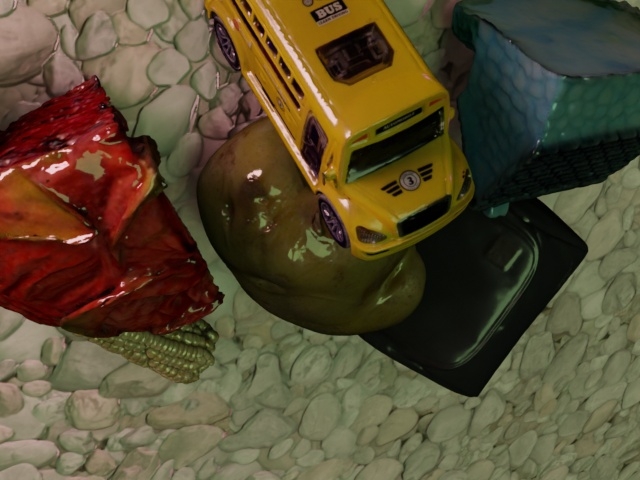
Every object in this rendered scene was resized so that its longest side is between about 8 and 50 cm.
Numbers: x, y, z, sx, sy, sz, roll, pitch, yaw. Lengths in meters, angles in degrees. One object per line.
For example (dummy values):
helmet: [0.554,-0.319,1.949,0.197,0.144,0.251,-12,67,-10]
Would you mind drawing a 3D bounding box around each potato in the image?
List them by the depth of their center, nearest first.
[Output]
potato: [0.003,0.001,0.984,0.218,0.202,0.351,-36,135,-1]

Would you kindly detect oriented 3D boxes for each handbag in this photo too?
handbag: [0.200,0.058,1.164,0.275,0.178,0.302,26,105,-42]

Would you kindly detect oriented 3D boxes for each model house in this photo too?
model house: [0.288,-0.159,1.042,0.261,0.226,0.241,-11,129,-27]

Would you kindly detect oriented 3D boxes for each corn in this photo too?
corn: [-0.217,0.110,1.010,0.210,0.087,0.087,29,103,-38]

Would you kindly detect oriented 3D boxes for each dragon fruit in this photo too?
dragon fruit: [-0.200,-0.019,0.836,0.330,0.302,0.240,43,62,-38]

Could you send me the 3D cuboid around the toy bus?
toy bus: [0.016,-0.153,0.798,0.145,0.331,0.151,-28,165,-14]
